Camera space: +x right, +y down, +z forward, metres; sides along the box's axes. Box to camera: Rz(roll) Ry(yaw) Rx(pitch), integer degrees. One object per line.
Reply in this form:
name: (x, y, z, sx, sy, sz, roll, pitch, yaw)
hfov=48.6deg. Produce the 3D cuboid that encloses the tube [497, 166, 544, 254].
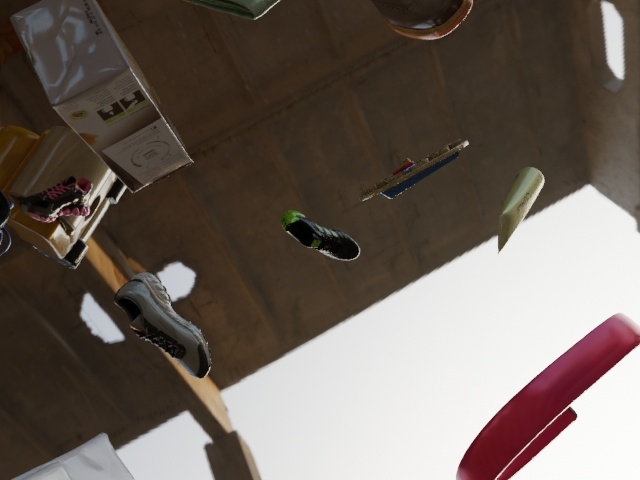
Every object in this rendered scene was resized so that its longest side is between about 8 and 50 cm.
tube: (0.403, -0.070, 1.457, 0.070, 0.240, 0.062, 50, -46, -7)

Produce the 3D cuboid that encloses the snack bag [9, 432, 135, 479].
snack bag: (-0.277, 0.427, 0.964, 0.037, 0.323, 0.342, -40, -8, 5)

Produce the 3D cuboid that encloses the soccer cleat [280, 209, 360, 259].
soccer cleat: (0.000, 0.000, 1.395, 0.178, 0.072, 0.060, 27, -68, -18)

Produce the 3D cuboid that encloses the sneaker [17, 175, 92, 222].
sneaker: (-0.341, -0.059, 0.922, 0.057, 0.047, 0.119, -62, -13, 18)

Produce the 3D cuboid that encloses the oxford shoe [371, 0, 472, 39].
oxford shoe: (0.109, -0.442, 1.148, 0.130, 0.364, 0.132, -47, -44, 12)

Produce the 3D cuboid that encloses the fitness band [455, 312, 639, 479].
fitness band: (0.264, 0.192, 0.814, 0.290, 0.054, 0.209, -30, -28, -28)

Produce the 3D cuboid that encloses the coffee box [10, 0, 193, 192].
coffee box: (-0.263, -0.179, 0.889, 0.098, 0.141, 0.246, -29, -20, -3)

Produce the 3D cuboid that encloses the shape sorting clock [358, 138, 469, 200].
shape sorting clock: (0.154, -0.120, 1.196, 0.206, 0.206, 0.040, -33, -87, -1)

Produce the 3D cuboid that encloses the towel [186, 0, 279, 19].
towel: (-0.052, -0.418, 0.960, 0.325, 0.248, 0.038, -44, -42, -20)

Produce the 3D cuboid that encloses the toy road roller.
toy road roller: (-0.490, -0.104, 1.225, 0.240, 0.329, 0.203, 29, -108, -6)

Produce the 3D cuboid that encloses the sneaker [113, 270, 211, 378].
sneaker: (-0.344, 0.198, 1.538, 0.100, 0.271, 0.108, -45, -6, 40)

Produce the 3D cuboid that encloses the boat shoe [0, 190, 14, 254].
boat shoe: (-0.437, -0.027, 0.899, 0.089, 0.109, 0.258, -8, -18, -21)
